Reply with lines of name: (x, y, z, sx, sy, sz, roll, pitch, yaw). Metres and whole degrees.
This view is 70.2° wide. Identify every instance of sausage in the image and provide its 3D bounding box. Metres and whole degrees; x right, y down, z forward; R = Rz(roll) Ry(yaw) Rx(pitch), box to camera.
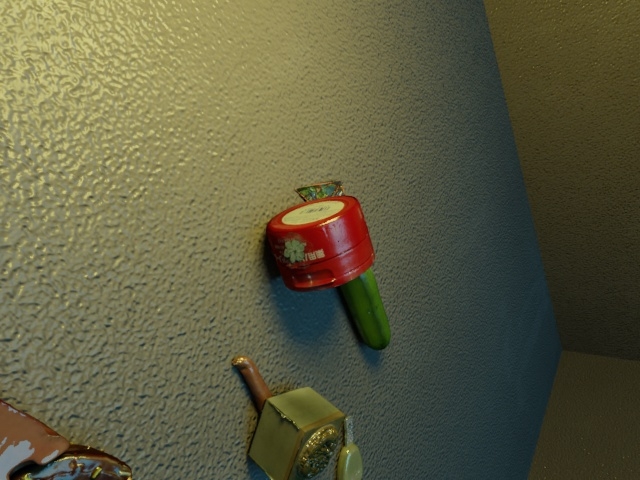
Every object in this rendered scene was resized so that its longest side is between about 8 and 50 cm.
sausage: (-0.142, 0.310, 0.990, 0.042, 0.036, 0.158, -51, 125, -46)

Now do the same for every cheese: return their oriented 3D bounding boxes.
cheese: (-0.455, 0.228, 0.561, 0.203, 0.128, 0.177, -25, 109, -45)
cheese: (0.080, 0.575, 1.243, 0.097, 0.037, 0.192, -4, 94, -50)

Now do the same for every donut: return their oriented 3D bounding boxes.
donut: (-0.391, 0.404, 0.648, 0.216, 0.096, 0.230, 4, 95, -40)

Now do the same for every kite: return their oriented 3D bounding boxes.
kite: (0.015, -0.090, 1.189, 0.241, 0.014, 0.183, 38, 65, -42)

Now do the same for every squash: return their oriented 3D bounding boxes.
squash: (0.111, 0.144, 1.236, 0.101, 0.101, 0.379, -44, 120, -39)

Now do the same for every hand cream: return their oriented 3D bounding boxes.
hand cream: (0.000, 0.000, 1.014, 0.230, 0.230, 0.149, -33, 114, -44)

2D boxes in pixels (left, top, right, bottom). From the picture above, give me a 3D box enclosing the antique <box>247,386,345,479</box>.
antique: (-0.048, 0.424, 0.988, 0.152, 0.148, 0.147, 5, 108, -52)
